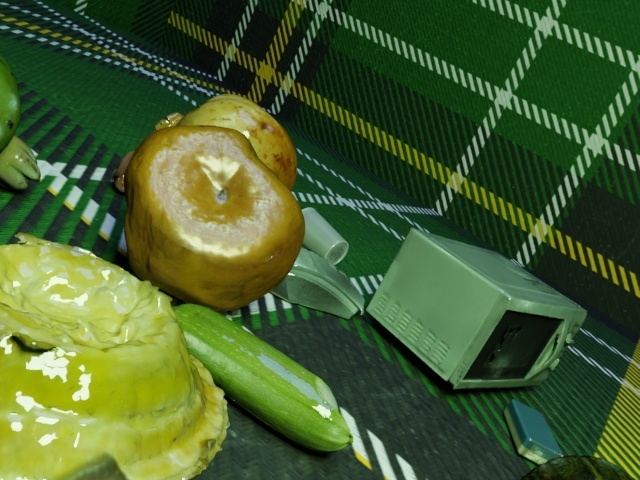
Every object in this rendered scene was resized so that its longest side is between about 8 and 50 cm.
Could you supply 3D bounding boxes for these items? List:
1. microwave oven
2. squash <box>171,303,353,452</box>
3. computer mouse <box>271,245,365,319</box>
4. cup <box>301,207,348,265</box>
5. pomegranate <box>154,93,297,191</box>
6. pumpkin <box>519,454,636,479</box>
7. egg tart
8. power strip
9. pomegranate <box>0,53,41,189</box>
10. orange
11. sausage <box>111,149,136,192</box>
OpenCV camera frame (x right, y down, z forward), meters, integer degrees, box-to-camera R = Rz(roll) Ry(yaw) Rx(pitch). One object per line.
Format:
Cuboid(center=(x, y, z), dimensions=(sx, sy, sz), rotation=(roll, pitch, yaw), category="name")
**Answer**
Cuboid(center=(0.259, 0.125, 1.041), dimensions=(0.295, 0.181, 0.237), rotation=(12, 20, -46), category="microwave oven")
Cuboid(center=(-0.067, 0.138, 0.643), dimensions=(0.239, 0.069, 0.069), rotation=(31, 15, 15), category="squash")
Cuboid(center=(-0.015, 0.053, 1.011), dimensions=(0.231, 0.071, 0.126), rotation=(22, 16, -25), category="computer mouse")
Cuboid(center=(0.000, 0.000, 1.243), dimensions=(0.116, 0.074, 0.104), rotation=(42, -9, 31), category="cup")
Cuboid(center=(-0.159, -0.115, 1.000), dimensions=(0.248, 0.248, 0.248), rotation=(26, 15, -7), category="pomegranate")
Cuboid(center=(0.314, 0.303, 0.705), dimensions=(0.183, 0.108, 0.119), rotation=(27, 10, -10), category="pumpkin")
Cuboid(center=(-0.199, 0.087, 0.474), dimensions=(0.290, 0.115, 0.290), rotation=(22, 14, -6), category="egg tart")
Cuboid(center=(0.302, 0.276, 0.901), dimensions=(0.056, 0.032, 0.123), rotation=(28, 15, -1), category="power strip")
Cuboid(center=(-0.449, -0.152, 0.767), dimensions=(0.202, 0.202, 0.248), rotation=(41, -10, 41), category="pomegranate")
Cuboid(center=(-0.138, -0.024, 0.803), dimensions=(0.249, 0.183, 0.249), rotation=(13, 56, -20), category="orange")
Cuboid(center=(-0.330, -0.122, 1.087), dimensions=(0.040, 0.047, 0.177), rotation=(40, 11, -21), category="sausage")
